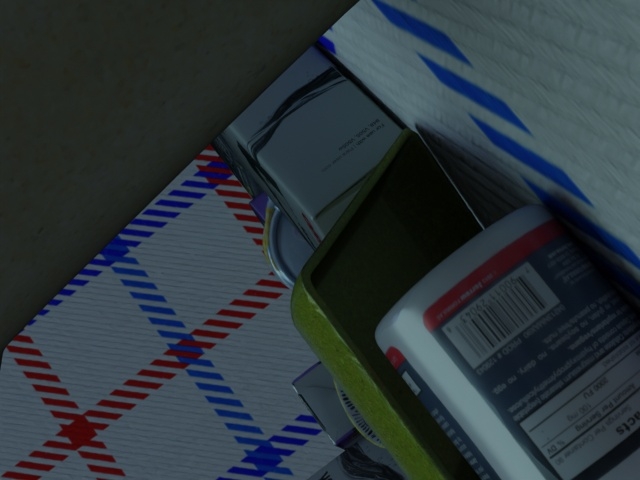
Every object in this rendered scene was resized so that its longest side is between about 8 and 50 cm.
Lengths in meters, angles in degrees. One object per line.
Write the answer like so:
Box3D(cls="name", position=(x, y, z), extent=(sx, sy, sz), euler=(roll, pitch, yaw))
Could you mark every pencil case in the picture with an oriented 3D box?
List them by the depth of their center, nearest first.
Box3D(cls="pencil case", position=(0.000, 0.000, 1.094), extent=(0.124, 0.113, 0.273), euler=(28, 177, -1))

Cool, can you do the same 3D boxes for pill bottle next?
Box3D(cls="pill bottle", position=(0.120, 0.082, 0.540), extent=(0.180, 0.108, 0.108), euler=(52, 176, 12))

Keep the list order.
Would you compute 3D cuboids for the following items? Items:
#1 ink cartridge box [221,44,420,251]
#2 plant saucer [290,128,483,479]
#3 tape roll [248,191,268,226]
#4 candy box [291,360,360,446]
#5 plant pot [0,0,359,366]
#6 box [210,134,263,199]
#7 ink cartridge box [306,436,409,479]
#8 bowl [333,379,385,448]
Box3D(cls="ink cartridge box", position=(0.000, -0.058, 0.823), extent=(0.208, 0.087, 0.153), euler=(48, 174, 39))
Box3D(cls="plant saucer", position=(0.060, 0.054, 0.655), extent=(0.188, 0.045, 0.188), euler=(54, -145, -13))
Box3D(cls="tape roll", position=(-0.004, 0.004, 1.439), extent=(0.189, 0.080, 0.189), euler=(53, 176, 5))
Box3D(cls="candy box", position=(0.064, 0.121, 1.073), extent=(0.070, 0.165, 0.196), euler=(52, 176, 12))
Box3D(cls="plant pot", position=(-0.146, -0.116, 0.447), extent=(0.334, 0.305, 0.334), euler=(53, 176, 5))
Box3D(cls="box", position=(-0.125, -0.152, 1.602), extent=(0.183, 0.059, 0.232), euler=(52, 175, 11))
Box3D(cls="ink cartridge box", position=(0.089, 0.223, 0.906), extent=(0.114, 0.273, 0.197), euler=(54, 175, -14))
Box3D(cls="bowl", position=(0.085, 0.080, 0.914), extent=(0.170, 0.080, 0.170), euler=(-1, 88, 58))
